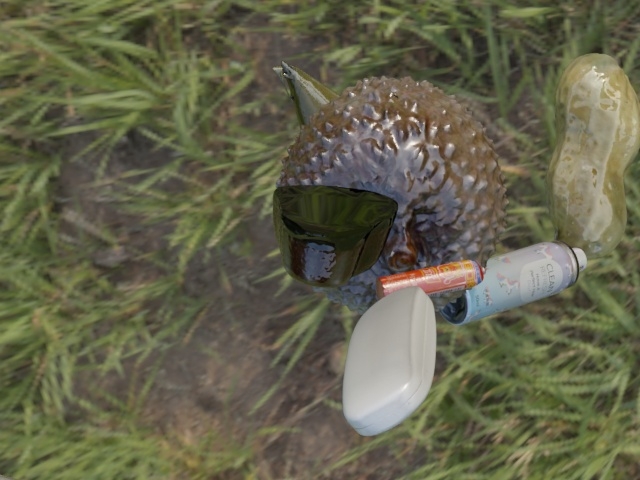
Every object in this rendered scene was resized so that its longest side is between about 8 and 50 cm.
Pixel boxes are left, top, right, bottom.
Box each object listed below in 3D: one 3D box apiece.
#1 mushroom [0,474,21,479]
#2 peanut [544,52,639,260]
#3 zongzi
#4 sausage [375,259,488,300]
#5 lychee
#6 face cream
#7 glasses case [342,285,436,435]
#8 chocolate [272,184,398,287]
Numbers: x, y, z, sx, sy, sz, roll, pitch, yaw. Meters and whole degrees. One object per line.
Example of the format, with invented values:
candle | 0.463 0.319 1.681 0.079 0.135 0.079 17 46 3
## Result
mushroom | -0.152 0.218 0.941 0.092 0.223 0.081 13 87 54
peanut | 0.379 -0.115 1.900 0.130 0.130 0.290 11 96 26
zongzi | 0.026 -0.105 2.089 0.123 0.289 0.260 -19 56 27
sausage | 0.127 0.045 1.520 0.129 0.034 0.034 -11 96 -12
lychee | 0.080 -0.051 1.649 0.300 0.300 0.300 6 102 27
face cream | 0.262 0.050 1.821 0.075 0.229 0.075 30 128 48
glasses case | 0.060 0.099 1.160 0.074 0.193 0.049 -32 107 19
chocolate | 0.000 0.000 1.376 0.125 0.149 0.080 16 115 23
